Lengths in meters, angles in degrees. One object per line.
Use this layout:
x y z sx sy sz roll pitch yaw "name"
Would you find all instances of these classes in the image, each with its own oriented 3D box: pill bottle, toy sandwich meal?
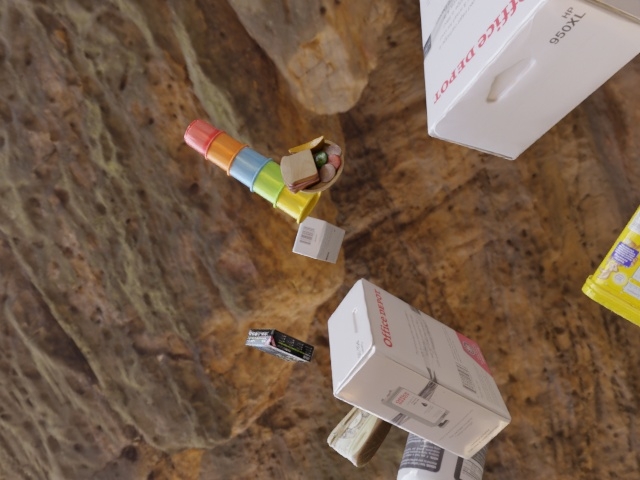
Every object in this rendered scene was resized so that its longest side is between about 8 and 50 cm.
0.273 0.494 1.292 0.176 0.176 0.318 48 -130 -30 "pill bottle"
-0.012 -0.098 0.743 0.029 0.085 0.085 44 -158 -59 "toy sandwich meal"

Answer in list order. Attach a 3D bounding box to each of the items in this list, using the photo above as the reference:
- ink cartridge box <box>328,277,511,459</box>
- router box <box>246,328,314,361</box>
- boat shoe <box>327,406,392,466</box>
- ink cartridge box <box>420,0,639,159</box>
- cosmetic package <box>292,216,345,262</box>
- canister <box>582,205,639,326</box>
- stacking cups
0.159 0.216 1.000 0.283 0.117 0.207 30 -157 -17 "ink cartridge box"
-0.089 0.231 1.276 0.122 0.092 0.038 31 -115 -33 "router box"
0.124 0.320 1.197 0.089 0.285 0.104 23 151 34 "boat shoe"
0.287 -0.365 0.859 0.166 0.285 0.395 13 -121 -17 "ink cartridge box"
0.000 0.000 1.790 0.231 0.085 0.117 15 -88 -71 "cosmetic package"
0.521 0.039 0.922 0.126 0.170 0.073 33 -157 22 "canister"
-0.148 -0.161 1.250 0.316 0.096 0.096 35 -161 5 "stacking cups"
